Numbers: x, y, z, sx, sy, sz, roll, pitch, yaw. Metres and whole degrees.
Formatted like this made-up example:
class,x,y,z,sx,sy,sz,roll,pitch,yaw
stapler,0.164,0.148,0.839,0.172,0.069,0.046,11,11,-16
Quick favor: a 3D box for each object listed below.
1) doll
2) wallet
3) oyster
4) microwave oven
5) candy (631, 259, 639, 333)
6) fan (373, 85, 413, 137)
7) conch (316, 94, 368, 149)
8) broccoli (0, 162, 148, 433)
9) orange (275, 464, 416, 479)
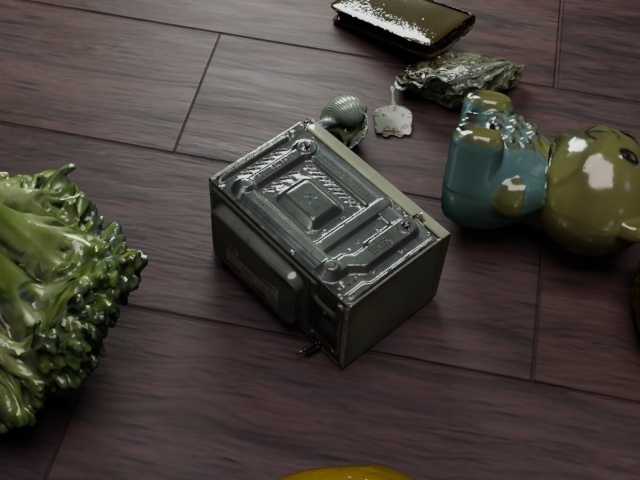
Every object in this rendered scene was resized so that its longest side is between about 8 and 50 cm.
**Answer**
class,x,y,z,sx,sy,sz,roll,pitch,yaw
doll,0.286,-0.072,1.239,0.261,0.161,0.177,12,31,8
wallet,0.119,-0.333,1.489,0.198,0.031,0.110,29,54,32
oyster,0.197,-0.232,1.426,0.177,0.064,0.125,5,37,14
microwave oven,0.000,0.000,1.181,0.194,0.145,0.240,-33,61,-28
candy,0.494,0.069,1.169,0.260,0.118,0.260,3,51,-3
fan,0.101,-0.180,1.399,0.056,0.004,0.083,-1,66,-2
conch,0.029,-0.153,1.356,0.085,0.056,0.076,-33,75,9
broccoli,-0.369,0.044,1.087,0.334,0.272,0.324,-29,19,-15
orange,0.024,0.333,0.861,0.279,0.235,0.279,-7,49,9
